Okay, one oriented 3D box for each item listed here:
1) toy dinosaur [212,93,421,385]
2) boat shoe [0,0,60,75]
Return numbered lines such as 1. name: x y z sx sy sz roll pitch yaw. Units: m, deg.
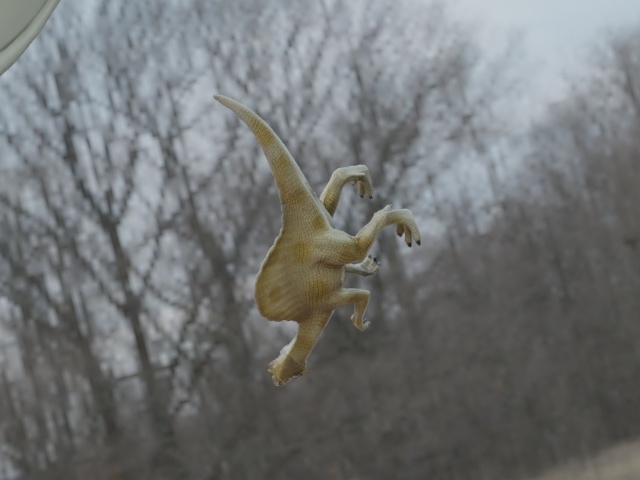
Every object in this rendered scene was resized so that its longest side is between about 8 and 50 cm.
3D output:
1. toy dinosaur: 0.000 0.000 0.900 0.092 0.183 0.053 -28 38 -30
2. boat shoe: -0.132 -0.084 0.313 0.109 0.091 0.305 -59 -11 8
